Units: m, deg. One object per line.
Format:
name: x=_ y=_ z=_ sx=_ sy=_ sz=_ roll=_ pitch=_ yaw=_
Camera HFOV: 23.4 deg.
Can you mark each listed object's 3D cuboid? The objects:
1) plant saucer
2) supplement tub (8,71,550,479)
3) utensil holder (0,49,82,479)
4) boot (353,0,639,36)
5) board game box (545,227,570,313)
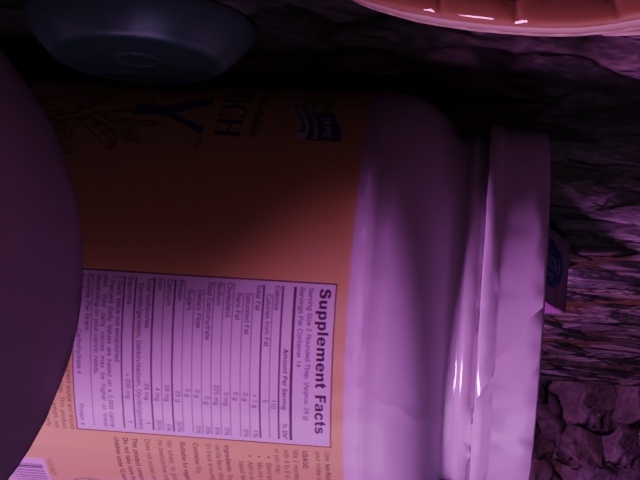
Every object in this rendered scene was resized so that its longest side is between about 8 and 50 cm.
plant saucer: x=-0.092 y=-0.100 z=0.784 sx=0.119 sy=0.021 sz=0.119 roll=5 pitch=170 yaw=1
supplement tub: x=-0.043 y=0.031 z=0.876 sx=0.331 sy=0.241 sz=0.241 roll=3 pitch=170 yaw=6
utensil holder: x=-0.270 y=-0.008 z=0.520 sx=0.328 sy=0.327 sz=0.385 roll=4 pitch=171 yaw=5
boot: x=0.144 y=-0.094 z=0.524 sx=0.262 sy=0.095 sz=0.203 roll=-4 pitch=169 yaw=21
board game box: x=0.000 y=0.000 z=1.186 sx=0.319 sy=0.066 sz=0.318 roll=1 pitch=170 yaw=23
